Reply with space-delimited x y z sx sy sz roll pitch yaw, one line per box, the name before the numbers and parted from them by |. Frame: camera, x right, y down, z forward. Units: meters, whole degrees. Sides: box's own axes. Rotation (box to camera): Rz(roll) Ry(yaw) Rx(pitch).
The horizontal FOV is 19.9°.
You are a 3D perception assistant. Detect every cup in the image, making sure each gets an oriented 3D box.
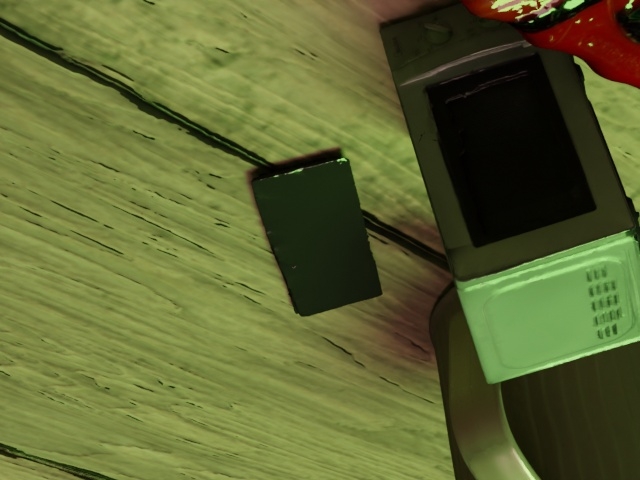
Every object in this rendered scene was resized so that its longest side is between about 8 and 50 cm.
cup | 0.204 0.151 1.442 0.208 0.273 0.288 -7 148 1

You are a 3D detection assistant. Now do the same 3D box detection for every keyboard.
keyboard | -0.001 -0.002 1.376 0.074 0.015 0.196 -18 147 0

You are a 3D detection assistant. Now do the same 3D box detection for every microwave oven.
microwave oven | 0.131 -0.039 1.190 0.122 0.208 0.162 -17 147 5

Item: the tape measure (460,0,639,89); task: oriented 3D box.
tape measure | 0.220 -0.196 1.077 0.253 0.114 0.260 20 134 -41
